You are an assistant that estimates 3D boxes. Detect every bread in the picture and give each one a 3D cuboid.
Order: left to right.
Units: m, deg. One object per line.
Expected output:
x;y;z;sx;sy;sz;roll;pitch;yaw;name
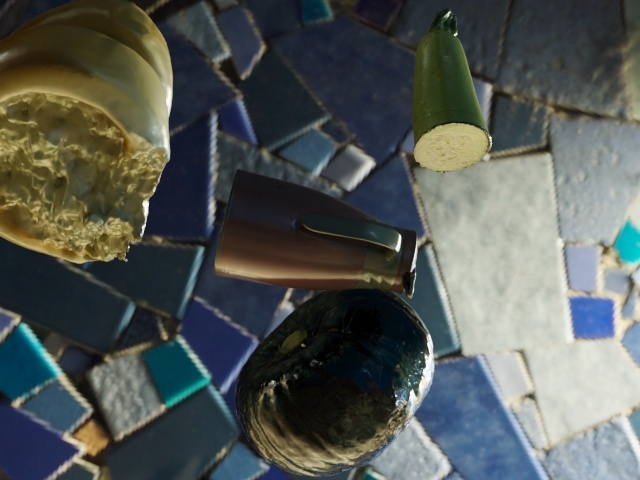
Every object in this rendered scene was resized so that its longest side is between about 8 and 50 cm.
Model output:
-0.341;-0.143;1.355;0.329;0.245;0.424;39;-42;-3;bread

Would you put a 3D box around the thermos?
0.000;0.000;1.284;0.265;0.146;0.176;12;-14;-2;thermos

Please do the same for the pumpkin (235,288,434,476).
0.033;0.214;1.430;0.238;0.315;0.315;46;-3;-11;pumpkin

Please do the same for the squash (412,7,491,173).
0.158;-0.202;1.194;0.094;0.224;0.094;0;-29;0;squash
